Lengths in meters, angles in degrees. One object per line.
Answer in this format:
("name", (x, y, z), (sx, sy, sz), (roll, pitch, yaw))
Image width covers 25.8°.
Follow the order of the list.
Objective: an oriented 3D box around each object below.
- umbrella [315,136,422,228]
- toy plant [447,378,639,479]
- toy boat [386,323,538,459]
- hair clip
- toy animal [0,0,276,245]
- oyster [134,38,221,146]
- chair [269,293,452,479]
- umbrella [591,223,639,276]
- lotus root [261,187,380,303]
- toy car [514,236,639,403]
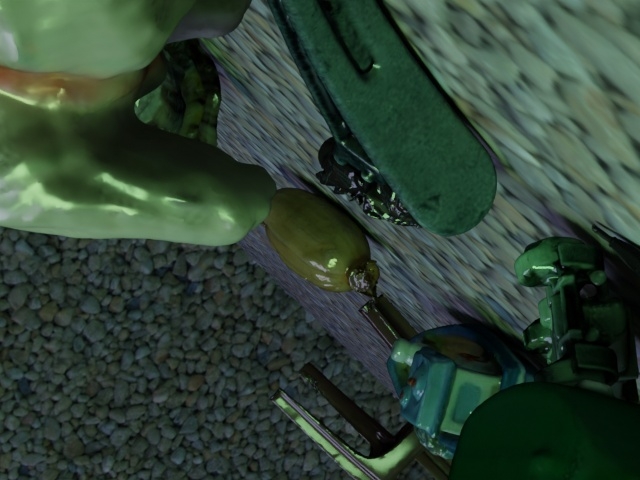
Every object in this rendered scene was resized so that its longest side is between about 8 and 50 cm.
("umbrella", (0.035, -0.031, 0.768), (0.037, 0.040, 0.144), (54, 169, -24))
("toy plant", (0.171, 0.132, 0.590), (0.232, 0.113, 0.243), (5, 157, 34))
("toy boat", (0.097, 0.116, 1.094), (0.098, 0.109, 0.238), (13, -179, -10))
("hair clip", (0.003, -0.086, 0.518), (0.083, 0.048, 0.275), (44, 176, 30))
("toy animal", (-0.163, -0.162, 0.615), (0.188, 0.266, 0.308), (77, -170, -57))
("oyster", (-0.200, -0.140, 0.906), (0.158, 0.162, 0.351), (13, 160, 35))
("chair", (0.119, 0.229, 1.561), (0.326, 0.175, 0.183), (45, -177, 2))
("umbrella", (0.151, 0.033, 0.529), (0.149, 0.022, 0.022), (38, 147, 39))
("lotus root", (0.000, 0.000, 1.167), (0.150, 0.062, 0.073), (37, 150, 36))
("toy car", (0.121, 0.053, 0.649), (0.143, 0.054, 0.073), (69, -163, -65))
